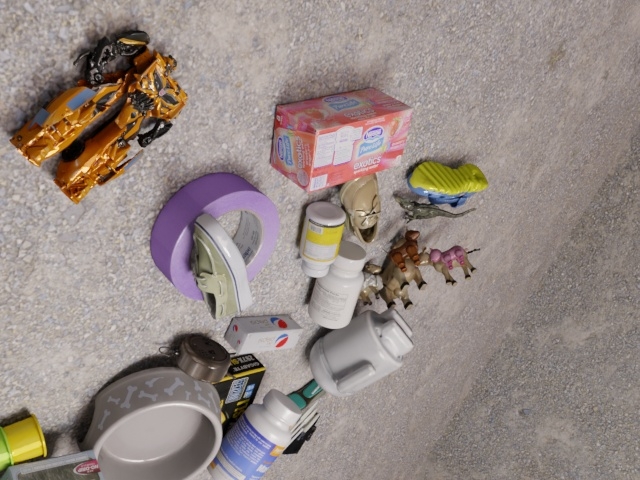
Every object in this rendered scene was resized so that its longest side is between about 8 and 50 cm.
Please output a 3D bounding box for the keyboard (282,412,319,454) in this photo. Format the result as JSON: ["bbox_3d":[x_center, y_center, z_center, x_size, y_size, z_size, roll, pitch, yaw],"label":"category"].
[{"bbox_3d":[-0.064,0.695,2.168,0.108,0.023,0.180,16,109,-46],"label":"keyboard"}]

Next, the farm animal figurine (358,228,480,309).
[{"bbox_3d":[0.286,0.079,1.887,0.330,0.172,0.327,17,126,-39],"label":"farm animal figurine"}]

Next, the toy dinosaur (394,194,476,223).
[{"bbox_3d":[0.326,-0.087,1.818,0.268,0.118,0.064,5,80,-22],"label":"toy dinosaur"}]

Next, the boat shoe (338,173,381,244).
[{"bbox_3d":[0.115,-0.082,1.542,0.109,0.098,0.302,-31,158,-13],"label":"boat shoe"}]

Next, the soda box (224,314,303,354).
[{"bbox_3d":[-0.150,0.252,1.630,0.216,0.074,0.069,4,117,-50],"label":"soda box"}]

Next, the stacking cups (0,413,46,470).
[{"bbox_3d":[-0.711,0.435,1.168,0.316,0.096,0.096,-13,130,-35],"label":"stacking cups"}]

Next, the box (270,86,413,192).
[{"bbox_3d":[0.049,-0.235,1.362,0.300,0.142,0.154,-22,135,-36],"label":"box"}]

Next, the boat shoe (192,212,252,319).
[{"bbox_3d":[-0.209,0.069,1.223,0.094,0.109,0.302,-35,145,-19],"label":"boat shoe"}]

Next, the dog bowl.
[{"bbox_3d":[-0.396,0.470,1.443,0.348,0.102,0.349,-14,125,-20],"label":"dog bowl"}]

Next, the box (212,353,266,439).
[{"bbox_3d":[-0.310,0.475,1.650,0.257,0.079,0.322,-5,124,-48],"label":"box"}]

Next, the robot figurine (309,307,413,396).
[{"bbox_3d":[0.112,0.349,1.852,0.353,0.200,0.300,-33,-167,19],"label":"robot figurine"}]

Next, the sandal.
[{"bbox_3d":[0.373,-0.155,1.823,0.317,0.126,0.138,0,144,-40],"label":"sandal"}]

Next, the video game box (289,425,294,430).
[{"bbox_3d":[-0.173,0.640,1.973,0.187,0.048,0.205,6,116,-49],"label":"video game box"}]

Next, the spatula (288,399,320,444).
[{"bbox_3d":[-0.086,0.646,2.009,0.242,0.019,0.168,-43,159,-23],"label":"spatula"}]

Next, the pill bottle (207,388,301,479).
[{"bbox_3d":[-0.177,0.552,1.669,0.272,0.152,0.152,-51,145,0],"label":"pill bottle"}]

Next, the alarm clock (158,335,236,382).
[{"bbox_3d":[-0.298,0.279,1.452,0.192,0.129,0.064,16,108,-31],"label":"alarm clock"}]

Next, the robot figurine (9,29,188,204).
[{"bbox_3d":[-0.344,-0.204,0.999,0.291,0.085,0.211,-44,145,-10],"label":"robot figurine"}]

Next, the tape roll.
[{"bbox_3d":[-0.223,-0.006,1.307,0.275,0.090,0.275,-29,138,-29],"label":"tape roll"}]

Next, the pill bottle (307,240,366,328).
[{"bbox_3d":[0.050,0.121,1.689,0.131,0.131,0.229,-14,131,-41],"label":"pill bottle"}]

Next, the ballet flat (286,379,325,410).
[{"bbox_3d":[-0.058,0.528,1.982,0.213,0.072,0.068,-26,141,-32],"label":"ballet flat"}]

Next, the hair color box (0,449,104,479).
[{"bbox_3d":[-0.637,0.617,1.301,0.185,0.114,0.374,7,130,-51],"label":"hair color box"}]

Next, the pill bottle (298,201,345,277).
[{"bbox_3d":[0.000,0.000,1.550,0.103,0.103,0.184,-19,134,-38],"label":"pill bottle"}]
